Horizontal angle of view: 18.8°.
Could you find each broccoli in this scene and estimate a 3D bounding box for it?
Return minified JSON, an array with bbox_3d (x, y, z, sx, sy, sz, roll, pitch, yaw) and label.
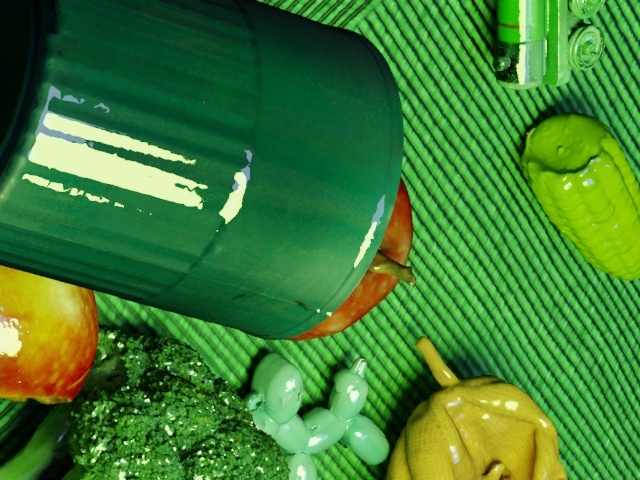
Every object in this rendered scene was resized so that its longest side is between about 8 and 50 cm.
[{"bbox_3d":[-0.145,0.208,1.598,0.241,0.261,0.269,-15,148,-1],"label":"broccoli"}]

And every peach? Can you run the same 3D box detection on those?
[{"bbox_3d":[-0.262,0.062,1.468,0.190,0.190,0.192,-25,118,-24],"label":"peach"}]

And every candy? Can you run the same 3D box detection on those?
[{"bbox_3d":[0.266,-0.032,1.852,0.097,0.096,0.209,-46,133,-10],"label":"candy"}]

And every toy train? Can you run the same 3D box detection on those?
[{"bbox_3d":[0.193,-0.251,1.708,0.119,0.085,0.251,-20,117,-37],"label":"toy train"}]

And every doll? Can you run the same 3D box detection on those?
[{"bbox_3d":[-0.018,0.168,1.758,0.159,0.059,0.159,-25,123,-23],"label":"doll"}]

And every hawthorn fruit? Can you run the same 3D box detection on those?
[{"bbox_3d":[0.000,0.000,1.593,0.196,0.225,0.197,-14,113,-36],"label":"hawthorn fruit"}]

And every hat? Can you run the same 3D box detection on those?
[{"bbox_3d":[0.121,0.202,1.798,0.244,0.233,0.233,-21,96,-22],"label":"hat"}]

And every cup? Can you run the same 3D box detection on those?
[{"bbox_3d":[-0.124,-0.104,1.374,0.292,0.242,0.308,14,77,-36],"label":"cup"}]
